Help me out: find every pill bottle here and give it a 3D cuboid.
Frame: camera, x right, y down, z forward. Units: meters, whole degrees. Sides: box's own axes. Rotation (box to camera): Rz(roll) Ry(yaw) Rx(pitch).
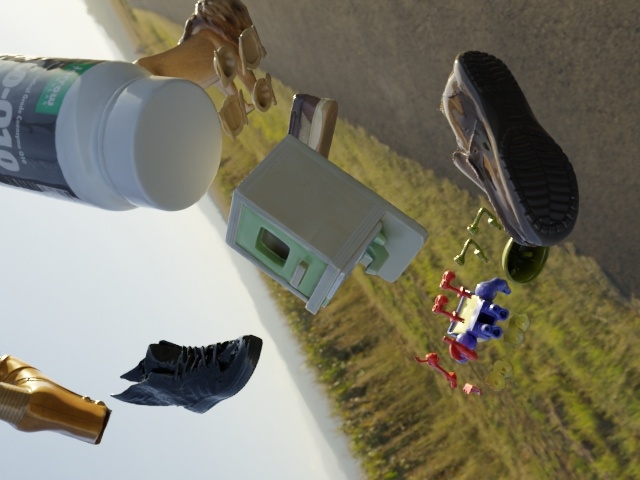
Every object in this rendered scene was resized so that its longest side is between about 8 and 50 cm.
[{"bbox_3d":[-0.330,-0.152,0.946,0.361,0.204,0.204,11,147,29],"label":"pill bottle"}]

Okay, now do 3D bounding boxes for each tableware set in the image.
[{"bbox_3d":[-0.120,-0.249,1.059,0.020,0.169,0.141,5,125,27],"label":"tableware set"}]

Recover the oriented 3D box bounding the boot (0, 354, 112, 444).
[{"bbox_3d":[-0.471,0.285,1.168,0.211,0.104,0.295,24,170,-17],"label":"boot"}]

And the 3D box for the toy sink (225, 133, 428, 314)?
[{"bbox_3d":[0.000,0.000,0.916,0.234,0.131,0.153,36,151,5],"label":"toy sink"}]

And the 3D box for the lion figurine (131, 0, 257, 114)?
[{"bbox_3d":[-0.255,-0.317,1.273,0.240,0.392,0.142,56,147,-4],"label":"lion figurine"}]

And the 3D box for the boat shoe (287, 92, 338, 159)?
[{"bbox_3d":[-0.041,-0.167,1.364,0.092,0.103,0.285,27,130,13],"label":"boat shoe"}]

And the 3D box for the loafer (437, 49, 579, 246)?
[{"bbox_3d":[0.292,-0.136,1.083,0.130,0.134,0.366,121,143,-52],"label":"loafer"}]

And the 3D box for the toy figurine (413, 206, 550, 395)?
[{"bbox_3d":[0.316,0.127,1.413,0.191,0.362,0.217,22,174,-2],"label":"toy figurine"}]

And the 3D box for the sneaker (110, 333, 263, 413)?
[{"bbox_3d":[-0.133,0.127,0.660,0.089,0.170,0.051,29,-135,-19],"label":"sneaker"}]
